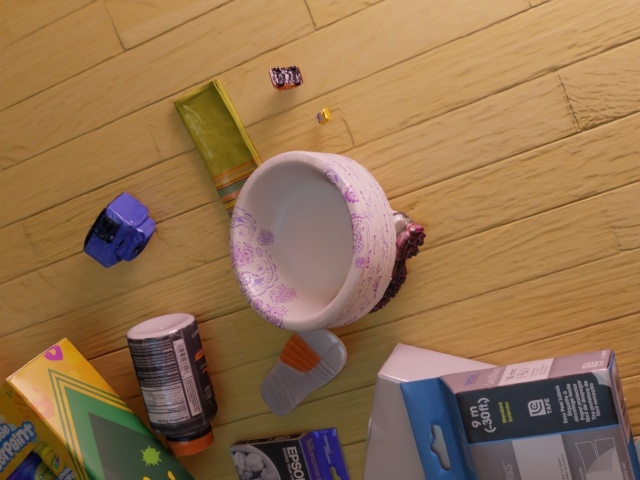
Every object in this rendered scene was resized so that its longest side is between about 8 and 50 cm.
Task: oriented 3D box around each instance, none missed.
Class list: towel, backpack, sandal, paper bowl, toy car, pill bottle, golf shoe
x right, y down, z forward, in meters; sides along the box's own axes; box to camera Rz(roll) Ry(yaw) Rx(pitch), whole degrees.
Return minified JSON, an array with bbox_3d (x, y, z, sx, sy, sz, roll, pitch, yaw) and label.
[{"bbox_3d":[-0.164,-0.153,1.710,0.102,0.021,0.237,-24,96,24],"label":"towel"},{"bbox_3d":[-0.366,-0.007,1.787,0.101,0.098,0.120,40,114,2],"label":"backpack"},{"bbox_3d":[-0.024,0.219,1.746,0.102,0.076,0.265,52,137,9],"label":"sandal"},{"bbox_3d":[0.000,0.000,1.594,0.284,0.148,0.284,1,92,41],"label":"paper bowl"},{"bbox_3d":[-0.040,-0.232,1.623,0.122,0.060,0.040,57,147,4],"label":"toy car"},{"bbox_3d":[-0.265,0.267,1.813,0.130,0.130,0.245,-7,103,22],"label":"pill bottle"},{"bbox_3d":[0.105,0.035,1.648,0.086,0.067,0.186,40,116,32],"label":"golf shoe"}]

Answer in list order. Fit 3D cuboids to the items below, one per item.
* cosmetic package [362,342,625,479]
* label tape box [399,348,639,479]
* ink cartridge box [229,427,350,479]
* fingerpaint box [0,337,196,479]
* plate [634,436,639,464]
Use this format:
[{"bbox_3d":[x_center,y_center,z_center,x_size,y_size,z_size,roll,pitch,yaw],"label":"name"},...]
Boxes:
[{"bbox_3d":[0.276,0.327,1.616,0.385,0.156,0.217,14,110,17],"label":"cosmetic package"},{"bbox_3d":[0.289,0.312,1.465,0.334,0.106,0.240,-13,98,22],"label":"label tape box"},{"bbox_3d":[-0.045,0.458,1.835,0.208,0.045,0.206,-12,101,22],"label":"ink cartridge box"},{"bbox_3d":[-0.501,0.459,1.885,0.371,0.163,0.445,48,130,2],"label":"fingerpaint box"},{"bbox_3d":[0.589,0.378,1.584,0.188,0.024,0.188,6,108,18],"label":"plate"}]
